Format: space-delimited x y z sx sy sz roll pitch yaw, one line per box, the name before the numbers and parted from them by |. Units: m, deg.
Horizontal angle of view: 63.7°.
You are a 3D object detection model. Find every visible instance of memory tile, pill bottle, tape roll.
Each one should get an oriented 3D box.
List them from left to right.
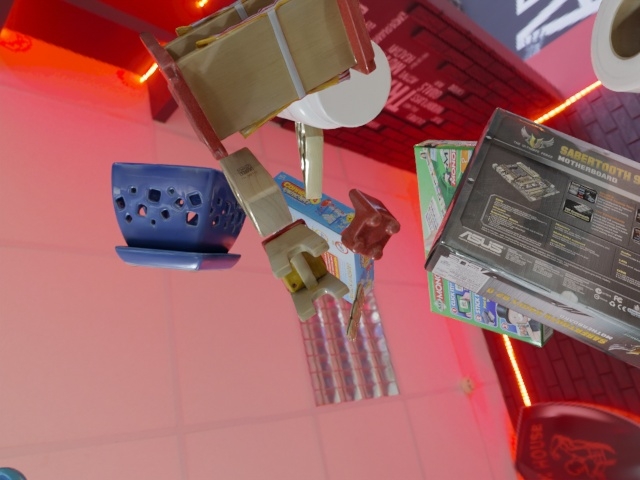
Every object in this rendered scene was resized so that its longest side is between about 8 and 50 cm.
pill bottle | -0.009 -0.282 0.897 0.160 0.160 0.283 27 -175 -33
memory tile | 0.075 0.153 1.077 0.148 0.012 0.113 66 -142 -73
tape roll | 0.653 -0.394 0.951 0.169 0.246 0.246 1 -120 -10

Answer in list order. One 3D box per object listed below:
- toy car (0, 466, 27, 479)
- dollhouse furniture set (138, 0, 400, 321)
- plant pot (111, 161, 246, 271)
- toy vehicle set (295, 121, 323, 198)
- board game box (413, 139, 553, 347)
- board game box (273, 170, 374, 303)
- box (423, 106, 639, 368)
toy car | -0.355 0.299 0.500 0.182 0.159 0.136 -34 -52 -65
dollhouse furniture set | -0.028 -0.110 0.626 0.152 0.201 0.374 51 169 51
plant pot | -0.296 -0.044 1.117 0.236 0.235 0.212 7 -94 -77
toy vehicle set | -0.028 -0.241 1.143 0.035 0.166 0.267 -4 -133 -6
board game box | 0.264 -0.001 0.839 0.046 0.213 0.318 -27 -63 -35
board game box | 0.000 0.000 1.406 0.301 0.308 0.086 30 -119 26
box | 0.236 -0.007 0.479 0.231 0.056 0.183 24 -120 9
